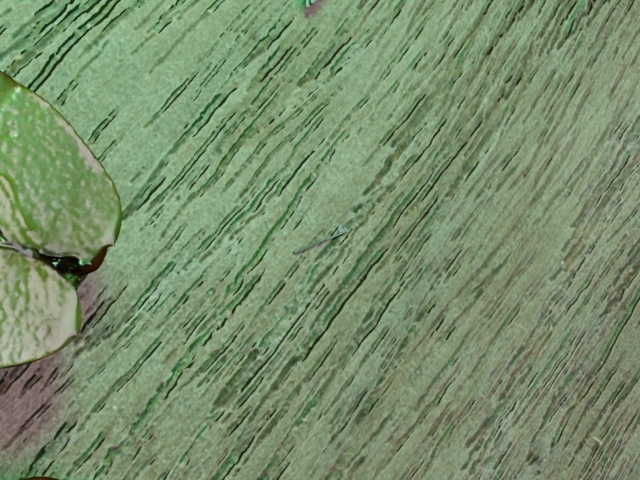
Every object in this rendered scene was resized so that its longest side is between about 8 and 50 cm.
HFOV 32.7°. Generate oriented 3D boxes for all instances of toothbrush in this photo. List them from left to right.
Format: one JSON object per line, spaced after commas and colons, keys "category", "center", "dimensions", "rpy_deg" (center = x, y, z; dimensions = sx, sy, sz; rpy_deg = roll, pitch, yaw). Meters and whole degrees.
{"category": "toothbrush", "center": [0.000, 0.000, 1.620], "dimensions": [0.097, 0.006, 0.008], "rpy_deg": [-24, 90, -27]}

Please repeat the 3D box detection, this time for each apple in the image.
{"category": "apple", "center": [-0.420, -0.016, 1.253], "dimensions": [0.365, 0.295, 0.329], "rpy_deg": [28, 114, -29]}

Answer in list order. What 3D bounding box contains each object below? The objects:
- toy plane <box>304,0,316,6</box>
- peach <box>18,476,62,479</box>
{"category": "toy plane", "center": [0.027, -0.446, 1.603], "dimensions": [0.226, 0.058, 0.226], "rpy_deg": [30, 93, -50]}
{"category": "peach", "center": [-0.332, 0.403, 1.327], "dimensions": [0.243, 0.199, 0.243], "rpy_deg": [8, 72, -25]}
